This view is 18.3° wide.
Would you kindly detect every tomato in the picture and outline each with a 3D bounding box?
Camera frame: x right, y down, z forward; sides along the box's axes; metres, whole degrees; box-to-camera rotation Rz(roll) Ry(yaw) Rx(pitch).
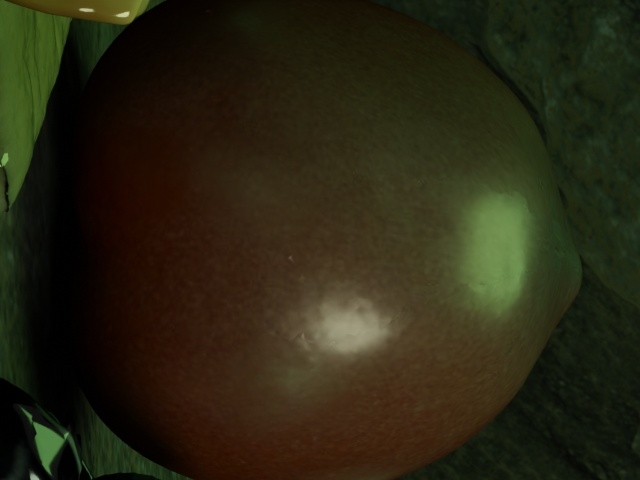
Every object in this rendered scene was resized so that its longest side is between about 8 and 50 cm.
[{"bbox_3d":[0.000,0.000,1.195,0.321,0.321,0.321,-1,90,-87],"label":"tomato"}]

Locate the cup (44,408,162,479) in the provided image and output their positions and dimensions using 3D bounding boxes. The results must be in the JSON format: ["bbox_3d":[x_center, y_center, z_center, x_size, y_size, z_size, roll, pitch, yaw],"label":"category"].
[{"bbox_3d":[-0.109,0.165,1.026,0.138,0.113,0.150,-54,145,-87],"label":"cup"}]

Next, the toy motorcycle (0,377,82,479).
[{"bbox_3d":[-0.123,0.116,0.462,0.091,0.157,0.263,-83,170,-47],"label":"toy motorcycle"}]

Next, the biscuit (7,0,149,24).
[{"bbox_3d":[-0.095,-0.229,0.540,0.040,0.204,0.309,-142,-112,-77],"label":"biscuit"}]

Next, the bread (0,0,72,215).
[{"bbox_3d":[-0.147,-0.105,0.849,0.178,0.060,0.139,-86,174,-55],"label":"bread"}]
